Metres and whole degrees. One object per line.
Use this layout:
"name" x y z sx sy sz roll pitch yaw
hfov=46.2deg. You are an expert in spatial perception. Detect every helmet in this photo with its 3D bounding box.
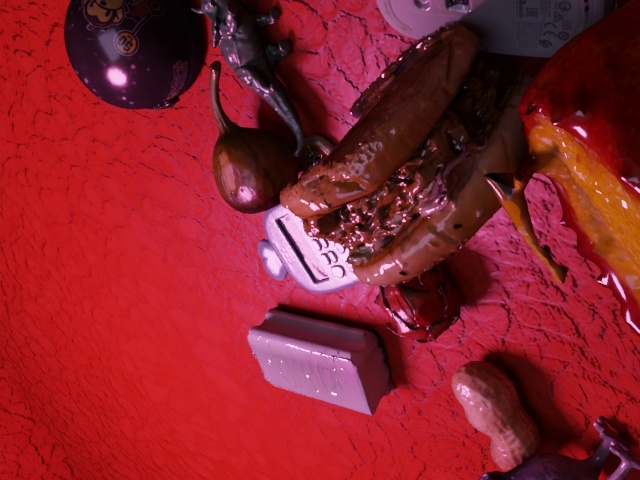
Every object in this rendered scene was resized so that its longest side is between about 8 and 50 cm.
"helmet" -0.327 -0.313 1.228 0.230 0.160 0.279 41 137 5

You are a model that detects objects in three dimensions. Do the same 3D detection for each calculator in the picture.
"calculator" 0.000 0.000 1.274 0.302 0.042 0.188 -19 108 46

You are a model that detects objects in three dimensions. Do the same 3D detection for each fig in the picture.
"fig" -0.129 -0.159 1.184 0.149 0.149 0.245 -12 112 44

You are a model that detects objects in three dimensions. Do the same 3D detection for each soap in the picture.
"soap" -0.005 0.224 1.407 0.261 0.094 0.150 8 124 36

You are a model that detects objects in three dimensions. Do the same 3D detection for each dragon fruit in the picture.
"dragon fruit" 0.151 0.088 1.167 0.142 0.130 0.121 37 170 10

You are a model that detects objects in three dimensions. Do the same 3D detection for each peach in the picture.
"peach" 0.384 -0.054 0.702 0.406 0.310 0.335 48 175 -10

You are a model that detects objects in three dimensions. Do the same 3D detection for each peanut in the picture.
"peanut" 0.292 0.292 1.217 0.104 0.085 0.228 -15 112 53

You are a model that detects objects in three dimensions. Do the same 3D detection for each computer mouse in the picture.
"computer mouse" 0.189 -0.296 0.849 0.288 0.097 0.159 12 149 24

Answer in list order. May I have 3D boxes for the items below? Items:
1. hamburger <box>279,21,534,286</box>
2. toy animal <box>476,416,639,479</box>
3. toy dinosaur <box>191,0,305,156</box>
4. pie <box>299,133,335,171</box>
"hamburger" 0.101 -0.089 0.915 0.195 0.277 0.318 41 152 -12
"toy animal" 0.413 0.377 1.158 0.367 0.081 0.206 20 113 -4
"toy dinosaur" -0.089 -0.273 1.122 0.292 0.079 0.120 50 144 0
"pie" 0.000 -0.128 1.193 0.084 0.021 0.084 22 132 27
